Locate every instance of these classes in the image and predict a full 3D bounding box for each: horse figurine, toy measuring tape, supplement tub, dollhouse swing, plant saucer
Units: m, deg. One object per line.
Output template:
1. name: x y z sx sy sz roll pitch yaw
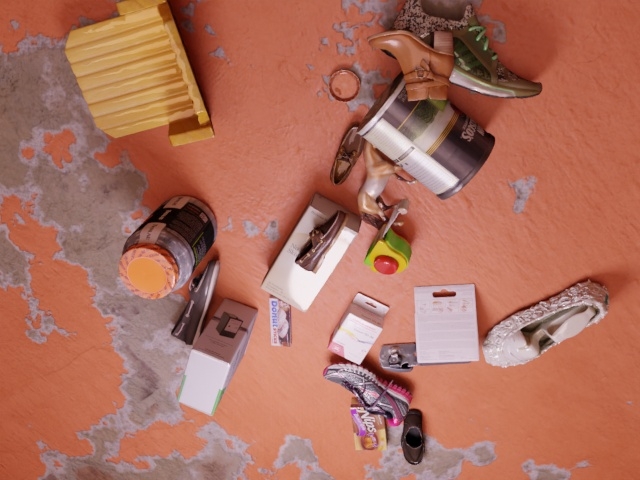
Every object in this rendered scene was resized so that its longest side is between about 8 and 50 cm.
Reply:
1. horse figurine: 0.167 -0.141 1.659 0.175 0.066 0.263 16 116 -10
2. toy measuring tape: 0.211 0.006 1.660 0.122 0.121 0.330 22 146 -2
3. supplement tub: -0.417 0.017 1.693 0.194 0.316 0.193 4 116 7
4. dollhouse swing: -0.468 -0.402 1.523 0.305 0.315 0.346 -18 114 -5
5. plant saucer: 0.062 -0.398 1.580 0.084 0.013 0.083 3 117 7

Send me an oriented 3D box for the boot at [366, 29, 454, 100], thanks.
1. boot: 0.199 -0.389 1.373 0.197 0.073 0.152 4 105 9

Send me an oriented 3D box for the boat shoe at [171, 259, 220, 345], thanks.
1. boat shoe: -0.389 0.192 1.890 0.096 0.112 0.335 18 121 -5

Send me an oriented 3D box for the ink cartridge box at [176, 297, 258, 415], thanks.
1. ink cartridge box: -0.305 0.343 1.853 0.122 0.289 0.211 21 117 2

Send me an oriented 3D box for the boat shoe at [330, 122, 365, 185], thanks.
1. boat shoe: 0.073 -0.224 1.637 0.064 0.060 0.177 22 117 -2

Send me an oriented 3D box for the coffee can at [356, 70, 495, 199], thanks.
1. coffee can: 0.256 -0.260 1.511 0.275 0.201 0.201 36 116 -9

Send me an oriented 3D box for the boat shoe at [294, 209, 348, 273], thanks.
1. boat shoe: 0.000 0.000 1.627 0.073 0.073 0.207 28 117 -7

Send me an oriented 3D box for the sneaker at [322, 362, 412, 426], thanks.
1. sneaker: 0.144 0.473 1.918 0.299 0.112 0.121 26 152 -3

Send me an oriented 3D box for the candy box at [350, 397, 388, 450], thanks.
1. candy box: 0.163 0.611 2.040 0.109 0.053 0.186 -2 117 10

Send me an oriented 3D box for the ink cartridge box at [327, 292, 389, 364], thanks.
1. ink cartridge box: 0.116 0.269 1.870 0.115 0.067 0.198 26 117 -4

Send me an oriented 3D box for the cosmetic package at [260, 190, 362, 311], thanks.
1. cosmetic package: -0.028 0.036 1.755 0.160 0.113 0.309 29 118 -5

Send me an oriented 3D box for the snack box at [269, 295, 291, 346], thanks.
1. snack box: -0.125 0.254 1.927 0.064 0.022 0.178 4 117 9

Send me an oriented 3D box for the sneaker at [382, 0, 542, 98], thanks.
1. sneaker: 0.346 -0.455 1.440 0.411 0.158 0.182 21 109 -4

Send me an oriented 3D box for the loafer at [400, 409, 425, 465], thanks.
1. loafer: 0.302 0.666 2.030 0.080 0.078 0.219 -3 115 11

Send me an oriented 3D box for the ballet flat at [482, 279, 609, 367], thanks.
1. ballet flat: 0.630 0.255 1.746 0.409 0.147 0.147 -40 104 25

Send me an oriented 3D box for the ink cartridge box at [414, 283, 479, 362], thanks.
1. ink cartridge box: 0.370 0.244 1.811 0.181 0.056 0.224 -4 83 10

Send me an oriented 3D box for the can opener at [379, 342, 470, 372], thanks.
1. can opener: 0.322 0.358 1.893 0.284 0.075 0.095 -5 147 11
